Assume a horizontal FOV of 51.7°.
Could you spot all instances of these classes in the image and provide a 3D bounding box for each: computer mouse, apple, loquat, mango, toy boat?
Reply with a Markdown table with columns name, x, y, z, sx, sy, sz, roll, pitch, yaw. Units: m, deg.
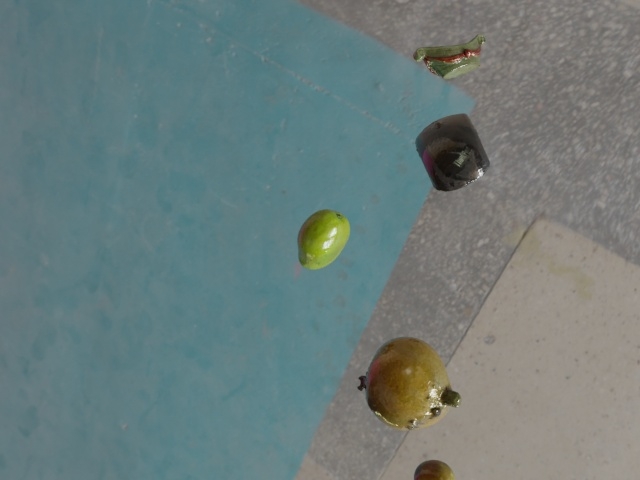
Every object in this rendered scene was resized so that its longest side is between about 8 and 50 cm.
| name | x | y | z | sx | sy | sz | roll | pitch | yaw |
| --- | --- | --- | --- | --- | --- | --- | --- | --- | --- |
| computer mouse | 0.354 | -0.255 | 1.820 | 0.170 | 0.269 | 0.100 | -23 | 130 | 12 |
| apple | 0.317 | 0.667 | 1.846 | 0.114 | 0.102 | 0.099 | 22 | 114 | 17 |
| loquat | 0.164 | 0.264 | 1.198 | 0.205 | 0.149 | 0.172 | 15 | 110 | 44 |
| mango | 0.005 | -0.004 | 1.415 | 0.089 | 0.117 | 0.163 | 48 | 158 | 16 |
| toy boat | 0.282 | -0.385 | 1.388 | 0.071 | 0.185 | 0.089 | 66 | 155 | 8 |
